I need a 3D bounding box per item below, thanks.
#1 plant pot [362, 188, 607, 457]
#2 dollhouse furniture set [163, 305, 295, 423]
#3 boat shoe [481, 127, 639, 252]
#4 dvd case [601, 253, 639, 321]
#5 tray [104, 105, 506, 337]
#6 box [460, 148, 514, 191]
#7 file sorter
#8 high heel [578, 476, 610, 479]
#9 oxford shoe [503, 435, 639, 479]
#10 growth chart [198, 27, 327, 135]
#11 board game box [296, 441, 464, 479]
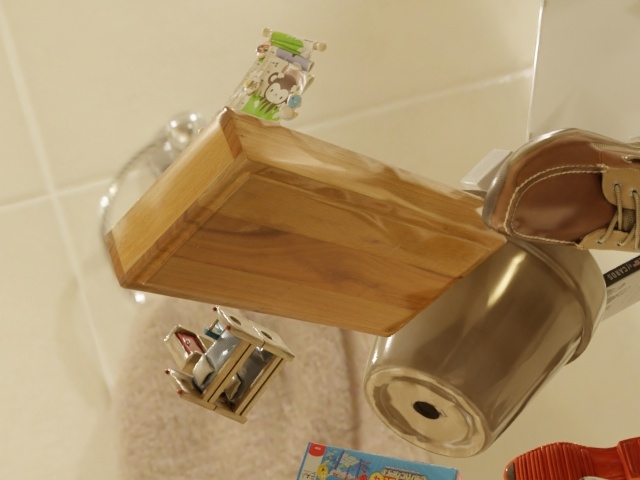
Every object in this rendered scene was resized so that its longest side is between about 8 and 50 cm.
[{"bbox_3d":[0.201,0.138,1.557,0.280,0.323,0.323,-55,-2,-34],"label":"plant pot"},{"bbox_3d":[-0.157,0.150,1.630,0.129,0.183,0.129,31,-81,-38],"label":"dollhouse furniture set"},{"bbox_3d":[0.310,-0.045,1.160,0.324,0.116,0.123,-8,-59,-35],"label":"boat shoe"},{"bbox_3d":[0.472,0.088,1.810,0.239,0.029,0.179,-25,-24,-24],"label":"dvd case"},{"bbox_3d":[0.000,0.000,1.193,0.411,0.076,0.203,16,-49,-44],"label":"tray"},{"bbox_3d":[0.352,-0.111,2.175,0.102,0.101,0.087,-45,16,-5],"label":"box"},{"bbox_3d":[0.404,-0.207,1.449,0.193,0.277,0.173,-9,-27,42],"label":"file sorter"},{"bbox_3d":[0.449,0.368,1.346,0.377,0.127,0.181,0,4,33],"label":"high heel"},{"bbox_3d":[0.430,0.380,1.766,0.271,0.096,0.098,-6,-41,11],"label":"oxford shoe"},{"bbox_3d":[-0.085,-0.225,1.699,0.237,0.172,0.021,-59,-44,-16],"label":"growth chart"},{"bbox_3d":[0.145,0.516,2.143,0.302,0.086,0.308,5,-33,26],"label":"board game box"}]
